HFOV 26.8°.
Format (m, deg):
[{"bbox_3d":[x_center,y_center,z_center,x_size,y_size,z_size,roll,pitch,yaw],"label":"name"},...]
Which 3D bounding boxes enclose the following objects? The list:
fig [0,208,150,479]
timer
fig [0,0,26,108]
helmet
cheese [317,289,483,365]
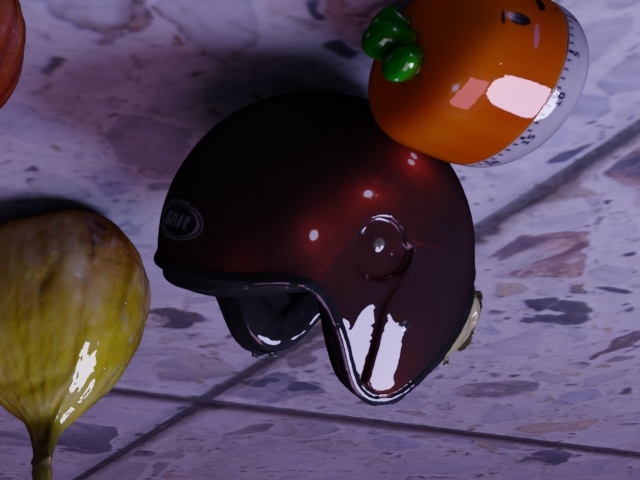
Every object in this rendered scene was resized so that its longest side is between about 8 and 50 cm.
[{"bbox_3d":[-0.205,0.093,1.025,0.159,0.257,0.159,-3,141,-2],"label":"fig"},{"bbox_3d":[0.078,-0.102,0.776,0.136,0.099,0.136,2,144,1],"label":"timer"},{"bbox_3d":[-0.222,-0.096,0.737,0.128,0.150,0.128,-3,-167,1],"label":"fig"},{"bbox_3d":[0.000,0.000,0.876,0.216,0.193,0.189,5,-174,-31],"label":"helmet"},{"bbox_3d":[0.053,0.040,1.102,0.123,0.093,0.167,-10,155,24],"label":"cheese"}]
